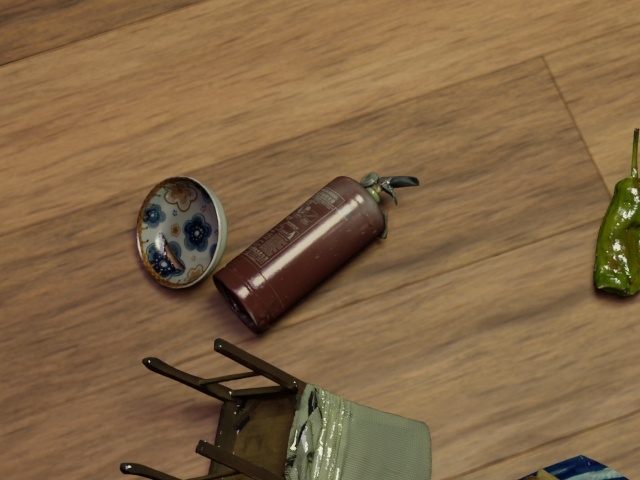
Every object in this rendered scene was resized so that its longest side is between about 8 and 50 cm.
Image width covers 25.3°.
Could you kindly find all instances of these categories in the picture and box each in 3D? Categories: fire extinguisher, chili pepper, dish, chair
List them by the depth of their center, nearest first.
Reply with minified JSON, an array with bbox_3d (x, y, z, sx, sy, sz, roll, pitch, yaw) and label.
[{"bbox_3d":[-0.046,0.240,1.654,0.186,0.319,0.160,-19,53,45],"label":"chair"},{"bbox_3d":[0.000,0.000,1.771,0.269,0.105,0.105,-38,69,-14],"label":"fire extinguisher"},{"bbox_3d":[0.388,-0.028,1.776,0.072,0.073,0.204,17,78,-8],"label":"chili pepper"},{"bbox_3d":[-0.157,-0.009,1.807,0.141,0.078,0.141,-2,86,35],"label":"dish"}]

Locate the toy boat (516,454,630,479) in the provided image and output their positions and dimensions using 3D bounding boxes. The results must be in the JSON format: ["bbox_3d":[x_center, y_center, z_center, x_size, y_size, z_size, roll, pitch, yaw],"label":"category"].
[{"bbox_3d":[0.297,0.398,1.599,0.220,0.067,0.291,-22,72,-5],"label":"toy boat"}]

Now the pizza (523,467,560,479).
[{"bbox_3d":[0.235,0.451,1.503,0.278,0.114,0.408,-13,72,1],"label":"pizza"}]
